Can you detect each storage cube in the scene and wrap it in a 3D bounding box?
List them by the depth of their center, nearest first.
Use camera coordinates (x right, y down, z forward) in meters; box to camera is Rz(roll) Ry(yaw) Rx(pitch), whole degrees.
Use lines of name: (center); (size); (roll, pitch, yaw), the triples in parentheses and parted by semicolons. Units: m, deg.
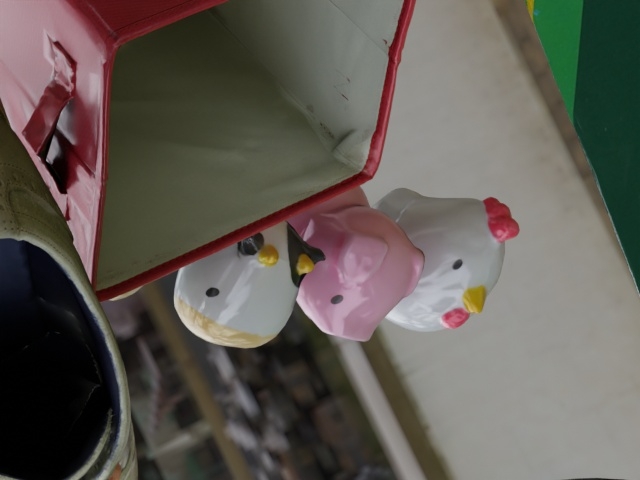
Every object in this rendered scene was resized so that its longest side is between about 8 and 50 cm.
storage cube: (-0.087, -0.120, 0.948); (0.193, 0.215, 0.183); (48, 147, 29)

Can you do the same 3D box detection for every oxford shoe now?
oxford shoe: (-0.150, 0.093, 0.850); (0.146, 0.140, 0.397); (50, 162, 39)

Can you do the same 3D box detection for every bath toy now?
bath toy: (0.000, 0.000, 1.181); (0.348, 0.129, 0.151); (10, -114, -45)

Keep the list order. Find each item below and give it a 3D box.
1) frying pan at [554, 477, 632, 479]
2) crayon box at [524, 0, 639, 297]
frying pan: (0.079, 0.212, 0.652); (0.326, 0.197, 0.053); (-70, -30, -47)
crayon box: (0.232, -0.089, 0.944); (0.363, 0.106, 0.313); (8, -122, -57)
